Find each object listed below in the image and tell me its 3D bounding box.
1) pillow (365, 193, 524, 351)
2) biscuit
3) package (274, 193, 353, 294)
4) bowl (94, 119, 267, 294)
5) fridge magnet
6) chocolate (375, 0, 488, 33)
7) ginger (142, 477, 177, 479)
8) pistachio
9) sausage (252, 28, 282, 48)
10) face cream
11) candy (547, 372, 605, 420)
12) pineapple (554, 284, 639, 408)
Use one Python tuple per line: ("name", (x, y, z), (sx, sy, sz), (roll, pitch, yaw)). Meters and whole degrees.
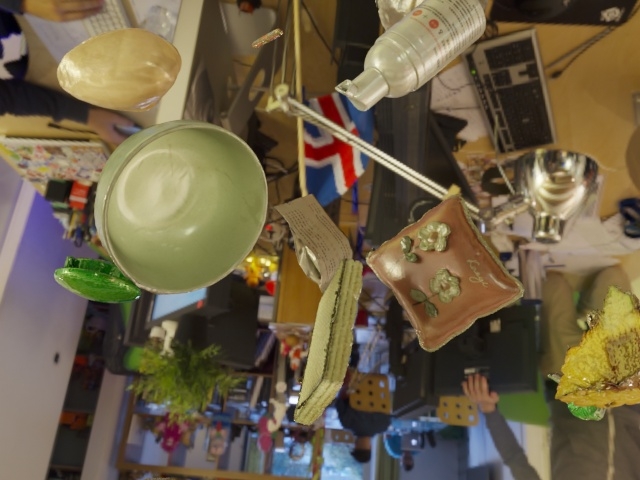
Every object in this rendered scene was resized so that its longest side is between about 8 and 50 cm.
("pillow", (0.171, 0.046, 0.842), (0.171, 0.179, 0.075), (-37, 158, 17))
("biscuit", (0.012, 0.128, 0.762), (0.040, 0.199, 0.121), (22, 135, -7))
("package", (0.000, 0.000, 1.511), (0.062, 0.251, 0.204), (-27, 180, 28))
("bowl", (-0.257, -0.074, 1.050), (0.307, 0.307, 0.163), (29, -176, -44))
("fridge magnet", (-0.543, 0.102, 1.444), (0.207, 0.088, 0.208), (8, 158, 3))
("chocolate", (0.317, -0.636, 1.519), (0.303, 0.303, 0.213), (19, 171, -31))
("ginger", (-0.109, 0.433, 0.779), (0.166, 0.333, 0.080), (-19, -169, 5))
("pistachio", (-0.510, -0.433, 1.504), (0.317, 0.194, 0.214), (-3, 129, 2))
("sausage", (-0.101, -0.379, 1.104), (0.015, 0.015, 0.100), (23, 164, -36))
("face cream", (0.187, -0.406, 1.304), (0.145, 0.369, 0.145), (48, 169, 12))
("candy", (0.597, 0.357, 1.394), (0.097, 0.097, 0.323), (-13, 147, 36))
("pineapple", (0.489, 0.167, 0.923), (0.139, 0.164, 0.250), (29, 123, -27))
